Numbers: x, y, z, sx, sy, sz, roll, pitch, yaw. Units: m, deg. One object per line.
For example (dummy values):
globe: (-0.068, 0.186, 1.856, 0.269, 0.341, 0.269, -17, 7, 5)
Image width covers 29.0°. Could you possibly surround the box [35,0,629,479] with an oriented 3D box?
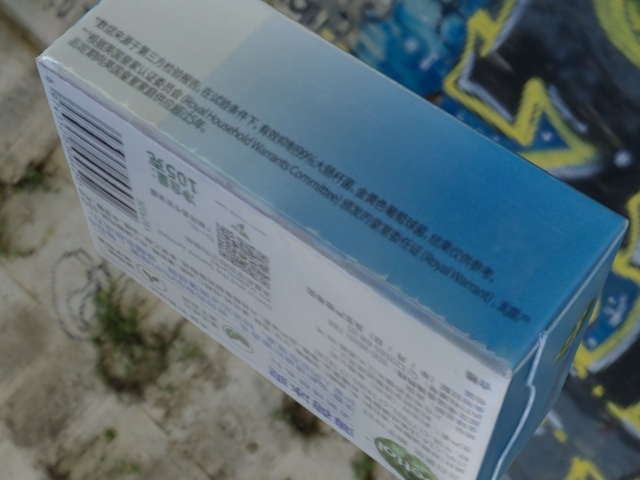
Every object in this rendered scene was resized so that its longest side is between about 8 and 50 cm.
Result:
box: (0.000, 0.001, 0.454, 0.194, 0.073, 0.139, 34, 156, 18)
